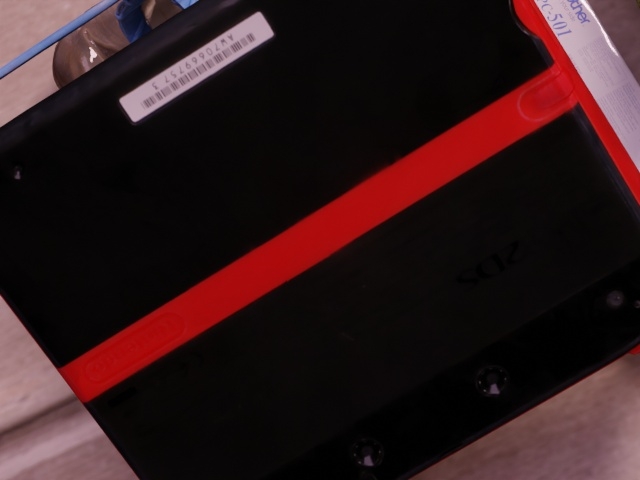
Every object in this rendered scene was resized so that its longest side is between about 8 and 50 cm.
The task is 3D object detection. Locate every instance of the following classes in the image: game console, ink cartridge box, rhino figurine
[{"bbox_3d":[0.000,0.000,1.196,0.386,0.060,0.342,-32,103,10],"label":"game console"},{"bbox_3d":[0.207,-0.076,1.299,0.046,0.097,0.207,-29,69,4],"label":"ink cartridge box"},{"bbox_3d":[-0.104,-0.181,1.424,0.106,0.073,0.243,41,85,19],"label":"rhino figurine"}]

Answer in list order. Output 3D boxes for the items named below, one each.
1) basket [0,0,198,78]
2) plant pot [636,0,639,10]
[{"bbox_3d":[-0.064,-0.081,1.285,0.289,0.201,0.255,-43,100,-10],"label":"basket"},{"bbox_3d":[0.275,-0.276,1.276,0.276,0.276,0.254,-33,57,2],"label":"plant pot"}]
